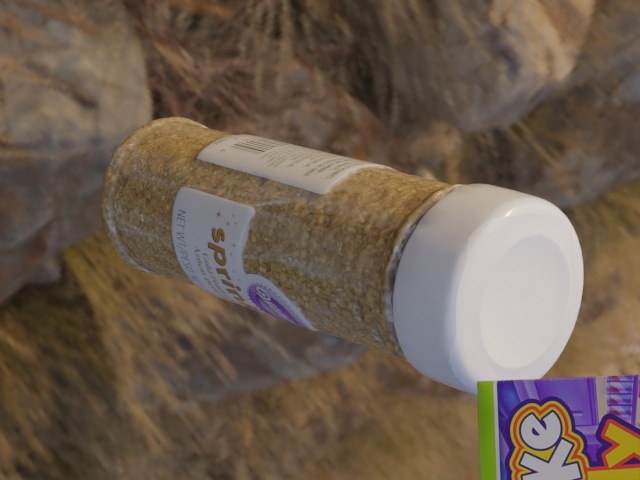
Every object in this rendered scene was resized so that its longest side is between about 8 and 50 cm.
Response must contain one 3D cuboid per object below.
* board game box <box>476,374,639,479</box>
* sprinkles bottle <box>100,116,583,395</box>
[{"bbox_3d":[0.204,0.242,0.748,0.233,0.347,0.078,-5,166,16],"label":"board game box"},{"bbox_3d":[0.000,0.000,0.976,0.121,0.355,0.121,-13,110,-40],"label":"sprinkles bottle"}]
